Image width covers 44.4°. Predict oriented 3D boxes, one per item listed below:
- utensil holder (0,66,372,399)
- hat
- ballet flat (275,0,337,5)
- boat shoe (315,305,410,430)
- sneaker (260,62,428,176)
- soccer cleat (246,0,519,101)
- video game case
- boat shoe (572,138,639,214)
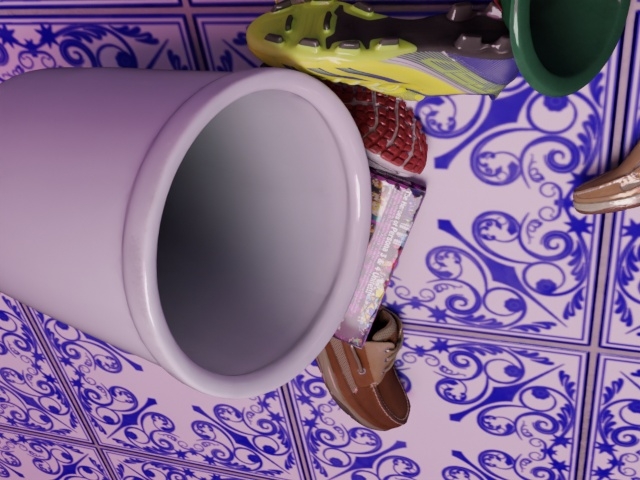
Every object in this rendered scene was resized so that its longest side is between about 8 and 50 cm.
[{"bbox_3d":[-0.191,-0.036,0.884,0.385,0.327,0.328,13,136,37],"label":"utensil holder"},{"bbox_3d":[0.182,-0.261,0.778,0.183,0.173,0.209,28,132,48],"label":"hat"},{"bbox_3d":[-0.043,-0.313,0.807,0.077,0.077,0.231,-5,127,28],"label":"ballet flat"},{"bbox_3d":[0.059,0.150,1.146,0.119,0.123,0.324,-19,120,27],"label":"boat shoe"},{"bbox_3d":[0.025,-0.139,0.942,0.225,0.088,0.093,27,151,1],"label":"sneaker"},{"bbox_3d":[0.067,-0.185,0.818,0.289,0.094,0.121,0,146,-4],"label":"soccer cleat"},{"bbox_3d":[0.000,0.000,1.025,0.210,0.042,0.232,21,107,4],"label":"video game case"},{"bbox_3d":[0.363,-0.087,0.854,0.190,0.068,0.072,-20,108,24],"label":"boat shoe"}]
